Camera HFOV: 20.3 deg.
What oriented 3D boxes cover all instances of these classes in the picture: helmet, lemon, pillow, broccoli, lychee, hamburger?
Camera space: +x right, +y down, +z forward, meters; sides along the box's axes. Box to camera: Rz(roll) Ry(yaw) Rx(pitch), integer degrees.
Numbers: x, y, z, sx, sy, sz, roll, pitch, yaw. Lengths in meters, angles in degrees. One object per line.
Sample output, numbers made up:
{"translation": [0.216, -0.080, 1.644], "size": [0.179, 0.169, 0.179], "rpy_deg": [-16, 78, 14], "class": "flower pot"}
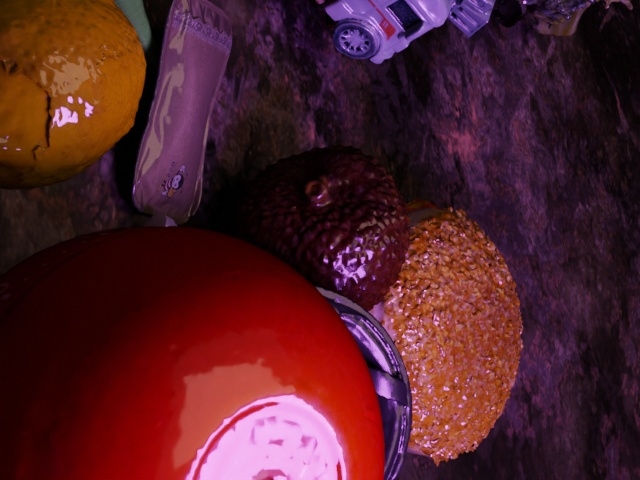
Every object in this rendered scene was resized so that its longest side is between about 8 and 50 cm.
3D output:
{"translation": [-0.058, 0.150, 1.676], "size": [0.279, 0.160, 0.230], "rpy_deg": [32, 74, -22], "class": "helmet"}
{"translation": [-0.231, -0.130, 1.437], "size": [0.193, 0.180, 0.180], "rpy_deg": [-25, 107, -28], "class": "lemon"}
{"translation": [-0.133, -0.127, 1.710], "size": [0.130, 0.033, 0.217], "rpy_deg": [25, 77, -64], "class": "pillow"}
{"translation": [0.309, -0.369, 2.463], "size": [0.247, 0.263, 0.243], "rpy_deg": [-44, 156, -17], "class": "broccoli"}
{"translation": [-0.002, -0.001, 1.802], "size": [0.194, 0.194, 0.194], "rpy_deg": [22, 64, -56], "class": "lychee"}
{"translation": [0.117, 0.098, 1.977], "size": [0.276, 0.179, 0.294], "rpy_deg": [59, 37, -36], "class": "hamburger"}

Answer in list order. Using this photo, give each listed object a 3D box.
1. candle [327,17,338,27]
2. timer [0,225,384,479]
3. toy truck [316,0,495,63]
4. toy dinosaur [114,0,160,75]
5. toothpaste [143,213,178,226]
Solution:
{"translation": [0.020, -0.410, 2.069], "size": [0.051, 0.048, 0.329], "rpy_deg": [1, 82, -52], "class": "candle"}
{"translation": [-0.126, 0.176, 1.389], "size": [0.378, 0.279, 0.378], "rpy_deg": [-2, 94, -40], "class": "timer"}
{"translation": [0.050, -0.333, 1.914], "size": [0.338, 0.184, 0.133], "rpy_deg": [46, 45, -25], "class": "toy truck"}
{"translation": [-0.216, -0.399, 1.615], "size": [0.500, 0.144, 0.374], "rpy_deg": [49, 43, -64], "class": "toy dinosaur"}
{"translation": [-0.090, 0.077, 1.763], "size": [0.301, 0.048, 0.075], "rpy_deg": [55, 35, -42], "class": "toothpaste"}
